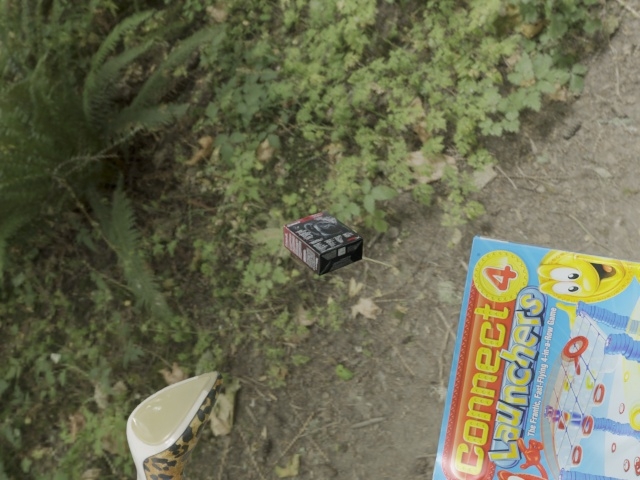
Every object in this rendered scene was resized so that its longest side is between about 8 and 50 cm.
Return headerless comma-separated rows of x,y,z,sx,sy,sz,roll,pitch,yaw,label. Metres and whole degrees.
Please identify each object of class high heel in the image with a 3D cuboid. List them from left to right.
-0.187,0.296,0.897,0.261,0.186,0.093,-47,46,1,high heel

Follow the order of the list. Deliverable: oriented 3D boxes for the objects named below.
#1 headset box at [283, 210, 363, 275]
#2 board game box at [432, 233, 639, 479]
0.000,0.000,0.752,0.083,0.062,0.032,36,136,44,headset box
0.303,0.166,0.739,0.302,0.086,0.308,9,93,16,board game box
